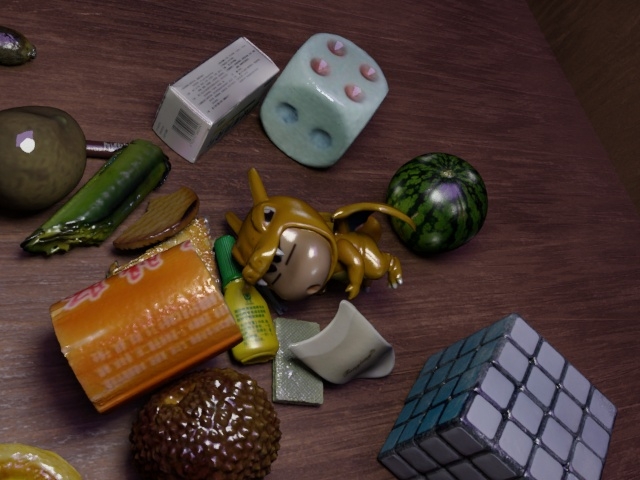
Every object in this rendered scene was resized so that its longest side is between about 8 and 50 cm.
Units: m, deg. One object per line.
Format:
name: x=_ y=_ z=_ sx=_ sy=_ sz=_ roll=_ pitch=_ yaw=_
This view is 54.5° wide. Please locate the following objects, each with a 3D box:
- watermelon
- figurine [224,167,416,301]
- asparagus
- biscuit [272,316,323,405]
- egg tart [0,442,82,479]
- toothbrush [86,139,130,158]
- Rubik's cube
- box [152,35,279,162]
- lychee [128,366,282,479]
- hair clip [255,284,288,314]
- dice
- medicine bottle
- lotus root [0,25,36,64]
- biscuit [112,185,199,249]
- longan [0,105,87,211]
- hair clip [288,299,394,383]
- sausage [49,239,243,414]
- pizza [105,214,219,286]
watermelon: x=0.324 y=-0.103 z=1.741 sx=0.285 sy=0.285 sz=0.285 roll=15 pitch=55 yaw=-22
figurine: x=-0.017 y=0.006 z=1.473 sx=0.386 sy=0.401 sz=0.268 roll=14 pitch=94 yaw=-25
asparagus: x=-0.477 y=-0.078 z=1.358 sx=0.128 sy=0.108 sz=0.382 roll=58 pitch=45 yaw=-29
biscuit: x=-0.053 y=0.276 z=1.430 sx=0.121 sy=0.040 sz=0.200 roll=12 pitch=56 yaw=-23
egg tart: x=-0.508 y=0.487 z=0.976 sx=0.318 sy=0.128 sz=0.319 roll=13 pitch=57 yaw=-21
toothbrush: x=-0.565 y=-0.214 z=1.434 sx=0.363 sy=0.041 sz=0.041 roll=0 pitch=62 yaw=-30
Rubik's cube: x=0.396 y=0.430 z=1.399 sx=0.343 sy=0.344 sz=0.337 roll=41 pitch=48 yaw=0
box: x=-0.267 y=-0.373 z=1.620 sx=0.145 sy=0.173 sz=0.333 roll=41 pitch=50 yaw=-4
lychee: x=-0.204 y=0.371 z=1.155 sx=0.267 sy=0.267 sz=0.268 roll=15 pitch=55 yaw=-22
hair clip: x=-0.121 y=0.126 z=1.486 sx=0.030 sy=0.039 sz=0.115 roll=-38 pitch=87 yaw=-35
dice: x=0.008 y=-0.385 z=1.729 sx=0.262 sy=0.265 sz=0.268 roll=36 pitch=51 yaw=-6
medicine bottle: x=-0.181 y=0.129 z=1.421 sx=0.111 sy=0.076 sz=0.309 roll=-3 pitch=62 yaw=-34
lotus root: x=-0.756 y=-0.461 z=1.447 sx=0.179 sy=0.080 sz=0.089 roll=12 pitch=55 yaw=-25
biscuit: x=-0.367 y=-0.046 z=1.400 sx=0.228 sy=0.031 sz=0.176 roll=-31 pitch=35 yaw=-24
longan: x=-0.592 y=-0.172 z=1.266 sx=0.215 sy=0.245 sz=0.246 roll=49 pitch=43 yaw=-33
hair clip: x=0.075 y=0.252 z=1.428 sx=0.113 sy=0.172 sz=0.282 roll=55 pitch=13 yaw=29
sausage: x=-0.320 y=0.156 z=1.172 sx=0.287 sy=0.233 sz=0.233 roll=-25 pitch=75 yaw=-16
pizza: x=-0.343 y=0.069 z=1.366 sx=0.251 sy=0.074 sz=0.288 roll=7 pitch=58 yaw=-27
